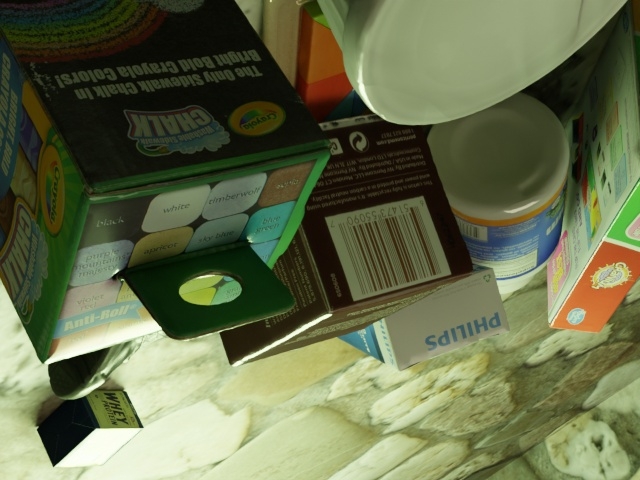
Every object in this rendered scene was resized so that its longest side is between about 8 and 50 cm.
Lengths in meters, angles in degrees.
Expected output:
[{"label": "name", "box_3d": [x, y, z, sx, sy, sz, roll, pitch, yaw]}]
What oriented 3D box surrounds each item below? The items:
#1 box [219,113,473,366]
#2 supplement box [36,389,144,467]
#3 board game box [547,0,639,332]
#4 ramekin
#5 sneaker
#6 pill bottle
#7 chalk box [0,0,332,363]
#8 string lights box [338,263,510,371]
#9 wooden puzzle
[{"label": "box", "box_3d": [0.000, 0.000, 1.081, 0.168, 0.167, 0.203, -14, 169, -34]}, {"label": "supplement box", "box_3d": [-0.273, 0.224, 1.375, 0.083, 0.056, 0.083, -42, 153, 21]}, {"label": "board game box", "box_3d": [0.328, -0.077, 1.293, 0.064, 0.242, 0.316, 8, 147, -3]}, {"label": "ramekin", "box_3d": [0.111, -0.217, 0.808, 0.272, 0.127, 0.273, -27, 155, -14]}, {"label": "sneaker", "box_3d": [-0.184, 0.087, 1.192, 0.130, 0.087, 0.227, 13, 125, -47]}, {"label": "pill bottle", "box_3d": [0.200, -0.040, 1.311, 0.152, 0.152, 0.272, -29, 155, -4]}, {"label": "chalk box", "box_3d": [-0.125, -0.047, 0.780, 0.180, 0.289, 0.179, -13, 149, -33]}, {"label": "string lights box", "box_3d": [0.096, 0.073, 1.313, 0.133, 0.077, 0.259, -18, -172, -14]}, {"label": "wooden puzzle", "box_3d": [0.050, -0.172, 1.034, 0.221, 0.044, 0.239, -22, 153, -19]}]
